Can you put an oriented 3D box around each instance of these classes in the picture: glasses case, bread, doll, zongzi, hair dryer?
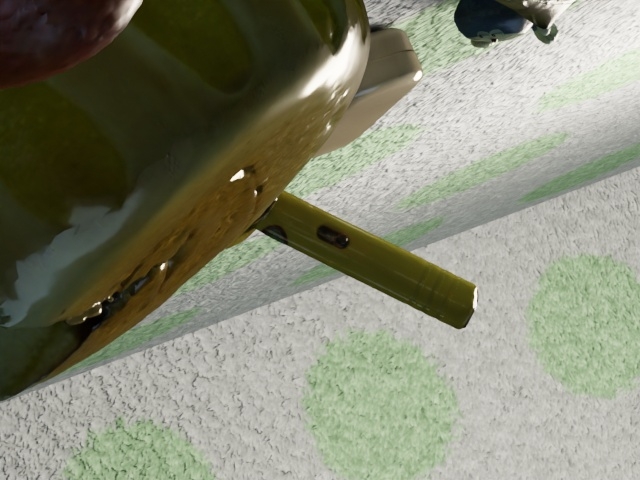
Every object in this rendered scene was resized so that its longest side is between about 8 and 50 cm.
[{"bbox_3d":[0.016,-0.113,1.436,0.083,0.050,0.196,-22,174,-23],"label":"glasses case"},{"bbox_3d":[-0.112,-0.058,0.944,0.333,0.160,0.333,-41,176,-4],"label":"bread"},{"bbox_3d":[0.135,-0.172,1.376,0.076,0.050,0.083,-6,-178,24],"label":"doll"},{"bbox_3d":[0.172,-0.205,1.272,0.113,0.052,0.104,-39,162,18],"label":"zongzi"},{"bbox_3d":[0.000,0.000,1.497,0.090,0.279,0.135,-64,-177,-14],"label":"hair dryer"}]

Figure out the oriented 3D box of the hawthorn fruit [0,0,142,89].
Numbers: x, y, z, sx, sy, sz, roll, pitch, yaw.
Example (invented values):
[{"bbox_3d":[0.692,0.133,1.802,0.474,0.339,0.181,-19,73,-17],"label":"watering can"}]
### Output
[{"bbox_3d":[-0.152,-0.113,0.546,0.204,0.162,0.162,-7,176,10],"label":"hawthorn fruit"}]
